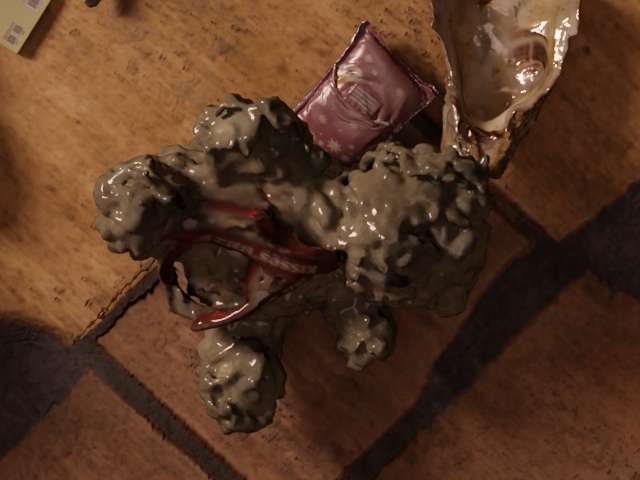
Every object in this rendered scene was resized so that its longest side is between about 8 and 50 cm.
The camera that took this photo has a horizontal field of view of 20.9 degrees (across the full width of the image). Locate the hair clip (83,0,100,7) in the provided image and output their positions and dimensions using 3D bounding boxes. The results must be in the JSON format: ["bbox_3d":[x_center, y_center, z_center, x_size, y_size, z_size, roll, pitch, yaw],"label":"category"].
[{"bbox_3d":[-0.216,-0.345,1.778,0.056,0.062,0.214,32,112,15],"label":"hair clip"}]

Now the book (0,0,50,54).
[{"bbox_3d":[-0.346,-0.257,1.828,0.111,0.014,0.077,33,101,-9],"label":"book"}]

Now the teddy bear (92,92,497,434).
[{"bbox_3d":[0.000,0.000,1.769,0.367,0.224,0.357,-11,123,21],"label":"teddy bear"}]

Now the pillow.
[{"bbox_3d":[0.031,-0.131,1.850,0.118,0.043,0.185,41,107,-8],"label":"pillow"}]

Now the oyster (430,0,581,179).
[{"bbox_3d":[0.181,-0.177,1.820,0.161,0.107,0.233,8,86,3],"label":"oyster"}]
